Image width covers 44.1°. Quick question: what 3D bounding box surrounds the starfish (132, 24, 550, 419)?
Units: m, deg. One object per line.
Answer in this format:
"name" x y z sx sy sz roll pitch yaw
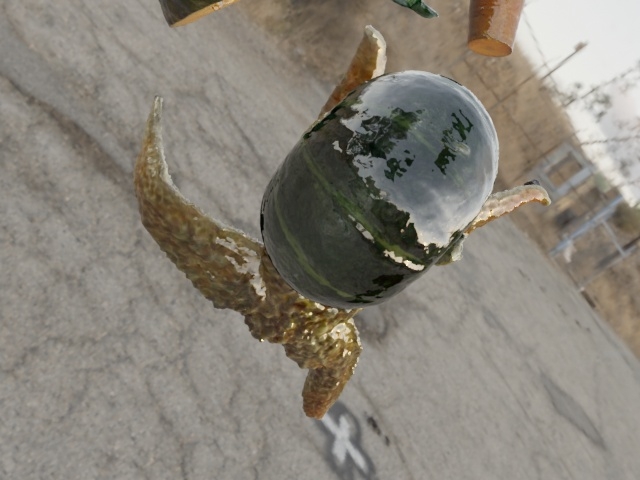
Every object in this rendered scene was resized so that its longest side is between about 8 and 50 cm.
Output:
"starfish" -0.001 0.006 0.764 0.398 0.383 0.132 41 23 -25

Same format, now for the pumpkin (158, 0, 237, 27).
"pumpkin" -0.144 -0.314 0.823 0.278 0.111 0.163 -88 153 -73

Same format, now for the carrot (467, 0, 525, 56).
"carrot" 0.238 -0.345 1.047 0.087 0.194 0.087 15 4 -1

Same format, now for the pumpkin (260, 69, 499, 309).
"pumpkin" 0.038 -0.031 0.503 0.125 0.167 0.167 53 12 14

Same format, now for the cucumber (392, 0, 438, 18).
"cucumber" -0.003 -0.152 0.332 0.155 0.037 0.037 51 13 -8
